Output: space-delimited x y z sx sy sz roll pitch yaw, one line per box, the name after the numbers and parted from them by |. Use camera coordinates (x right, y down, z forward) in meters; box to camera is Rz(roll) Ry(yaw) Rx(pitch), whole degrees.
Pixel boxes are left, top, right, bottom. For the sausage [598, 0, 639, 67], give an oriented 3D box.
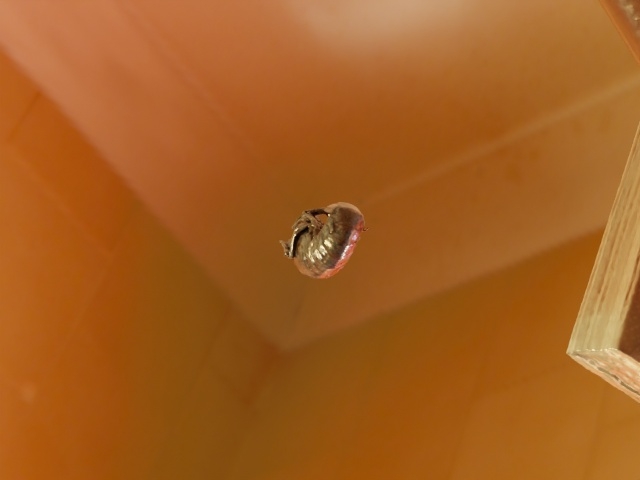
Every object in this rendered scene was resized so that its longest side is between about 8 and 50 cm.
0.193 -0.219 1.279 0.086 0.086 0.289 -29 -87 37 | sausage

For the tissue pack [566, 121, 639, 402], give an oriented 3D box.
0.300 -0.023 1.473 0.170 0.325 0.071 34 -25 -29 | tissue pack

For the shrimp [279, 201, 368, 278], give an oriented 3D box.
0.000 0.000 1.641 0.056 0.065 0.165 21 -4 -15 | shrimp
